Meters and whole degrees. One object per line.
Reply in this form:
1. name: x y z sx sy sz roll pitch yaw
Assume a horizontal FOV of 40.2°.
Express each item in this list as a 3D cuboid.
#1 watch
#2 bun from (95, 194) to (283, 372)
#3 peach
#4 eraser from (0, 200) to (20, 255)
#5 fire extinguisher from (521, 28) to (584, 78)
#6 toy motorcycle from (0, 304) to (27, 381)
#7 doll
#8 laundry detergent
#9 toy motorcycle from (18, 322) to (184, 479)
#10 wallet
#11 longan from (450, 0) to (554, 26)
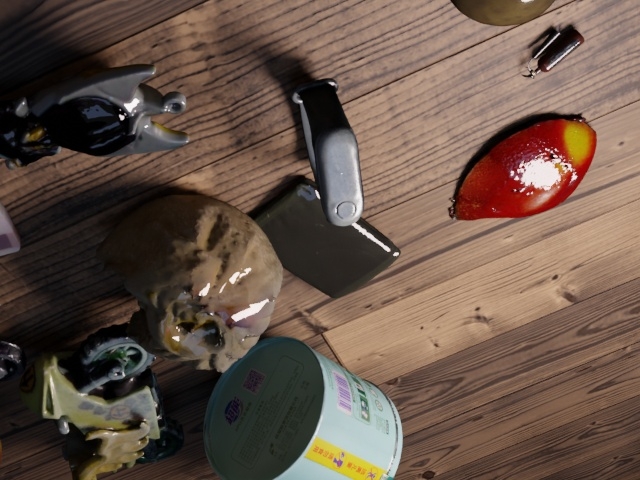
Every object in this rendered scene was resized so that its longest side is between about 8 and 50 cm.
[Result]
1. watch: 0.012 -0.124 1.237 0.068 0.193 0.206 -14 118 -4
2. bun: -0.184 0.076 1.337 0.282 0.204 0.281 -11 128 -14
3. peach: 0.340 -0.098 1.464 0.279 0.068 0.189 -39 132 21
4. eraser: -0.487 -0.020 1.283 0.065 0.026 0.105 -14 138 -1
5. fire extinguisher: 0.340 -0.279 1.299 0.100 0.032 0.046 -39 145 13
6. toy motorcycle: -0.600 0.150 1.371 0.173 0.108 0.307 -16 140 10
7. doll: -0.327 -0.152 1.145 0.317 0.103 0.145 -12 123 4
8. laundry detergent: -0.016 0.367 1.662 0.287 0.287 0.305 -36 134 18
9. toy motorcycle: -0.379 0.295 1.547 0.237 0.168 0.410 -12 137 -5
10. wallet: 0.000 0.000 1.463 0.169 0.052 0.245 -36 128 25
11. longan: 0.244 -0.355 1.092 0.204 0.159 0.185 16 120 -40
